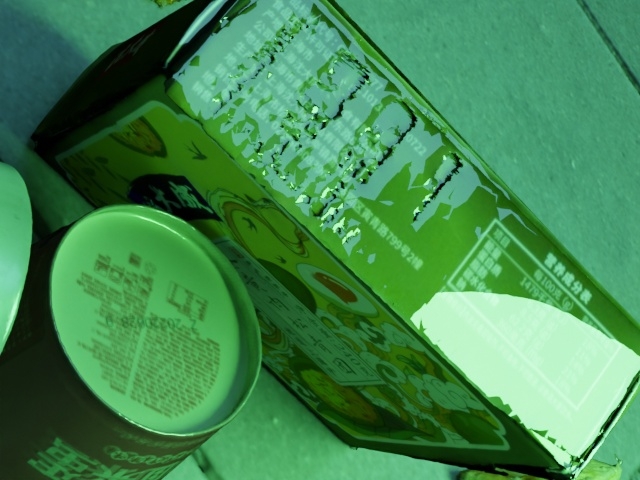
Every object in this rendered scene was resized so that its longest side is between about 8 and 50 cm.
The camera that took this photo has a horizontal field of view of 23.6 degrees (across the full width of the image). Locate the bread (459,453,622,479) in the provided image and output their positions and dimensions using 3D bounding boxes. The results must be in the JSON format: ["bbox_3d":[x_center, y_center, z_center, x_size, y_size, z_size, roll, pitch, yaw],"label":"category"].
[{"bbox_3d":[0.210,0.272,1.478,0.147,0.127,0.152,-16,111,-50],"label":"bread"}]

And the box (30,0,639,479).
[{"bbox_3d":[0.000,0.000,1.198,0.420,0.373,0.138,45,72,-15],"label":"box"}]

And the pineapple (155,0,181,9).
[{"bbox_3d":[-0.150,-0.248,1.483,0.083,0.019,0.045,-18,73,-48],"label":"pineapple"}]

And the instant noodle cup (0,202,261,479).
[{"bbox_3d":[-0.167,0.090,1.130,0.234,0.178,0.235,22,53,-32],"label":"instant noodle cup"}]

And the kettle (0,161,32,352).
[{"bbox_3d":[-0.371,-0.028,0.990,0.318,0.205,0.265,20,56,-32],"label":"kettle"}]
